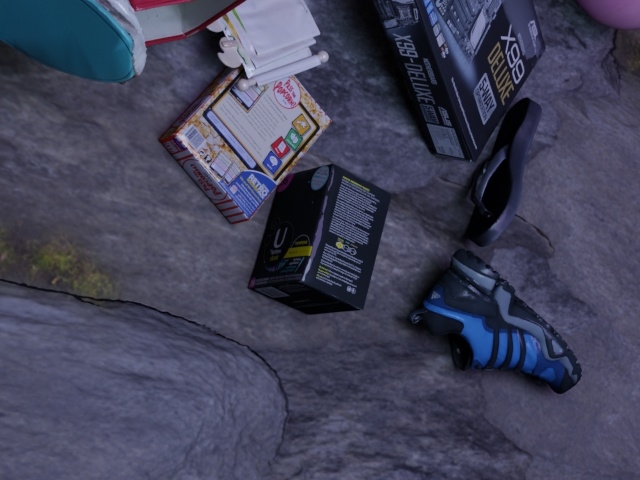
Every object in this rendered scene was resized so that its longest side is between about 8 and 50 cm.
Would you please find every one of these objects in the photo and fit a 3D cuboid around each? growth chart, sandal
[{"bbox_3d":[-0.087,-0.304,1.727,0.172,0.021,0.237,-15,76,-34],"label":"growth chart"},{"bbox_3d":[0.249,-0.099,1.942,0.054,0.097,0.255,29,57,-17],"label":"sandal"}]

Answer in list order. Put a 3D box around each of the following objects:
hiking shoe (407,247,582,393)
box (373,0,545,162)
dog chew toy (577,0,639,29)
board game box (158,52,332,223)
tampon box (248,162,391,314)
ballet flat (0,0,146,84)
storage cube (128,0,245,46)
[{"bbox_3d":[0.246,0.137,1.913,0.132,0.113,0.304,-47,121,2],"label":"hiking shoe"},{"bbox_3d":[0.195,-0.299,1.858,0.242,0.076,0.307,-55,140,-28],"label":"box"},{"bbox_3d":[0.414,-0.467,2.045,0.331,0.206,0.207,34,65,-19],"label":"dog chew toy"},{"bbox_3d":[-0.091,-0.140,1.723,0.147,0.045,0.193,50,59,-19],"label":"board game box"},{"bbox_3d":[0.000,0.000,1.723,0.101,0.120,0.161,26,69,-31],"label":"tampon box"},{"bbox_3d":[-0.356,-0.307,1.436,0.408,0.147,0.147,24,68,-4],"label":"ballet flat"},{"bbox_3d":[-0.209,-0.337,1.567,0.183,0.215,0.193,-18,89,-35],"label":"storage cube"}]
